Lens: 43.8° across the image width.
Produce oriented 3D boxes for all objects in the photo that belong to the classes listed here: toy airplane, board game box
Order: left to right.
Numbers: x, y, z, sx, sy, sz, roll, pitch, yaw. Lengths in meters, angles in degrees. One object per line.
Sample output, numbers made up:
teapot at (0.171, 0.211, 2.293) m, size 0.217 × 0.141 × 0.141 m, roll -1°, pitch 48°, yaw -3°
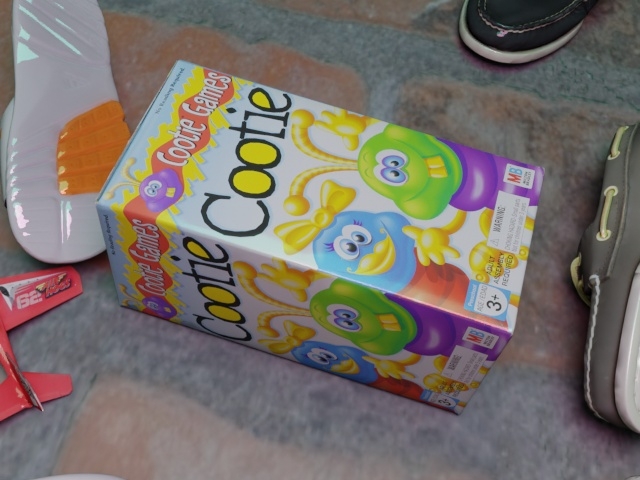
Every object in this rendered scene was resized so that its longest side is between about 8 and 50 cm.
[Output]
toy airplane at (-0.232, 0.070, 0.577) m, size 0.151 × 0.028 × 0.151 m, roll 13°, pitch 44°, yaw -13°
board game box at (0.000, 0.000, 0.585) m, size 0.275 × 0.144 × 0.142 m, roll 17°, pitch 57°, yaw 5°

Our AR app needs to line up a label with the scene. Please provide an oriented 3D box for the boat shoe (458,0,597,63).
boat shoe at (0.268, -0.313, 0.841) m, size 0.340 × 0.113 × 0.127 m, roll -38°, pitch 69°, yaw -27°

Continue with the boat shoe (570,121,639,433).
boat shoe at (0.259, 0.015, 0.638) m, size 0.109 × 0.091 × 0.305 m, roll 43°, pitch 57°, yaw -29°

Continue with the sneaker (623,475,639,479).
sneaker at (0.258, 0.226, 0.514) m, size 0.071 × 0.068 × 0.170 m, roll -36°, pitch 68°, yaw -20°

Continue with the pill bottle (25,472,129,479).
pill bottle at (-0.137, 0.245, 0.422) m, size 0.117 × 0.117 × 0.215 m, roll -9°, pitch 59°, yaw -13°

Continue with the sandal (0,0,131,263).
sandal at (-0.215, -0.097, 0.663) m, size 0.101 × 0.076 × 0.266 m, roll 5°, pitch 65°, yaw -32°
